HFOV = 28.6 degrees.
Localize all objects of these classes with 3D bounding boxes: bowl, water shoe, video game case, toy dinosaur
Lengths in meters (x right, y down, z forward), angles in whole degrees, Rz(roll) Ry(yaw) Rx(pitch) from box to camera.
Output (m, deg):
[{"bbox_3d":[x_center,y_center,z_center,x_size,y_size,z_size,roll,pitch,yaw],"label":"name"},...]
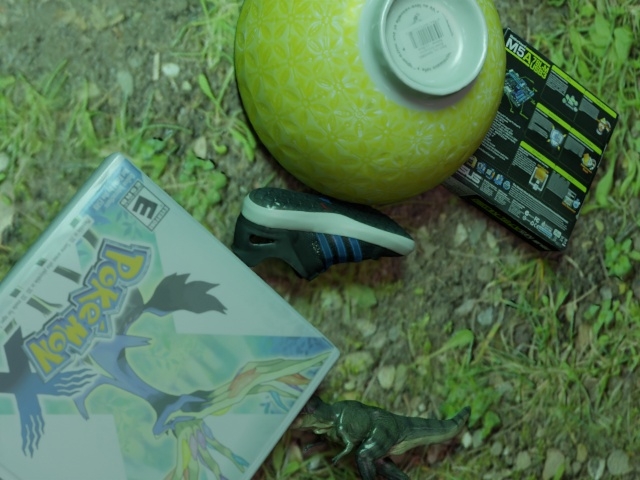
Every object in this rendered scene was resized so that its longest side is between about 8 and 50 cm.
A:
[{"bbox_3d":[0.077,-0.185,1.225,0.289,0.156,0.289,2,86,-24],"label":"bowl"},{"bbox_3d":[0.000,0.000,1.268,0.203,0.073,0.080,12,112,-32],"label":"water shoe"},{"bbox_3d":[-0.180,0.137,1.152,0.300,0.036,0.329,43,70,-17],"label":"video game case"},{"bbox_3d":[0.058,0.221,1.301,0.268,0.064,0.118,10,79,-34],"label":"toy dinosaur"}]

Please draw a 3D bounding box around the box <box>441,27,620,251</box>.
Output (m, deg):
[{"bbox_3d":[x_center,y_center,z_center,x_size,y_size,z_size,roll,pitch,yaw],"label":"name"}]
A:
[{"bbox_3d":[0.229,-0.110,1.405,0.191,0.045,0.184,31,73,-26],"label":"box"}]
